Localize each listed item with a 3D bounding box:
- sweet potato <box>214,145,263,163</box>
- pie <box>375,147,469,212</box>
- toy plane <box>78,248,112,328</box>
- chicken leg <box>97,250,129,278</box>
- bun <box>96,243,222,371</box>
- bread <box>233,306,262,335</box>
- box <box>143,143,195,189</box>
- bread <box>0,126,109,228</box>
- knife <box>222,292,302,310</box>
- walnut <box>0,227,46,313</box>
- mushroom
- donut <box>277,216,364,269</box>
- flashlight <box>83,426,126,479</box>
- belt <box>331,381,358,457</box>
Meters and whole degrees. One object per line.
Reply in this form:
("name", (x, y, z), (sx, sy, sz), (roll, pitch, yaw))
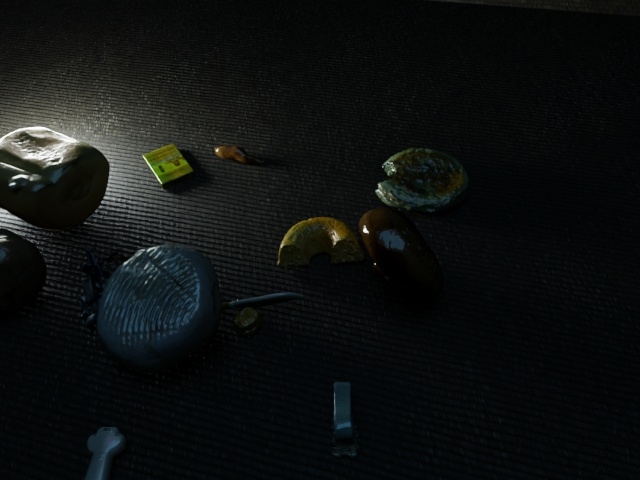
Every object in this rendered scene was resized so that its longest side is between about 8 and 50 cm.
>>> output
("sweet potato", (-0.286, -0.300, 2.270), (0.194, 0.056, 0.056), (18, 51, 16))
("pie", (0.332, -0.194, 2.093), (0.302, 0.067, 0.303), (-3, 47, 3))
("toy plane", (-0.648, 0.120, 1.849), (0.169, 0.078, 0.246), (-38, 63, 22))
("chicken leg", (-0.571, 0.088, 1.926), (0.233, 0.063, 0.105), (13, 54, 15))
("bun", (-0.410, 0.182, 1.710), (0.354, 0.194, 0.355), (-7, 65, 15))
("bread", (-0.200, 0.220, 1.772), (0.080, 0.046, 0.083), (-6, 48, 8))
("box", (-0.532, -0.262, 2.273), (0.121, 0.030, 0.193), (-26, 50, -18))
("bread", (-0.896, -0.195, 2.094), (0.375, 0.253, 0.348), (20, 47, 21))
("knife", (-0.218, 0.176, 1.801), (0.342, 0.061, 0.027), (-10, 65, 11))
("walnut", (-0.920, 0.082, 1.856), (0.248, 0.248, 0.248), (-3, 46, 3))
("mushroom", (0.220, 0.038, 1.762), (0.163, 0.278, 0.297), (-35, 91, -1))
("donut", (-0.005, -0.002, 1.936), (0.258, 0.101, 0.152), (-8, 41, 4))
("flashlight", (-0.512, 0.534, 1.508), (0.093, 0.048, 0.201), (-2, 49, 5))
("belt", (0.057, 0.418, 1.550), (0.065, 0.100, 0.179), (-3, 31, 5))
